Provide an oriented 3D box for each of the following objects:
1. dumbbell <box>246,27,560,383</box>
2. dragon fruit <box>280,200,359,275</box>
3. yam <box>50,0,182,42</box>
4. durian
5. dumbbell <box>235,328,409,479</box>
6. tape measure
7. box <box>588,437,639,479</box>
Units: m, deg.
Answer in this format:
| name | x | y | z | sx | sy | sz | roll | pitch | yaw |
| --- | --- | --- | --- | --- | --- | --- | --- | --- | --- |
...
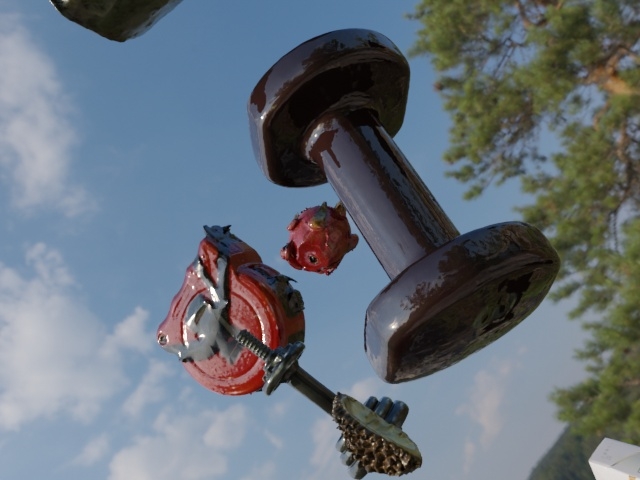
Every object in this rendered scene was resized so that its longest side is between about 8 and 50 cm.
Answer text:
| name | x | y | z | sx | sy | sz | roll | pitch | yaw |
| --- | --- | --- | --- | --- | --- | --- | --- | --- | --- |
| dumbbell | 0.046 | -0.027 | 0.472 | 0.124 | 0.225 | 0.140 | -23 | -28 | -13 |
| dragon fruit | -0.002 | 0.005 | 1.092 | 0.126 | 0.112 | 0.068 | -22 | 16 | 13 |
| yam | -0.141 | -0.344 | 0.645 | 0.300 | 0.195 | 0.195 | -37 | -25 | 13 |
| durian | 0.053 | 0.203 | 0.743 | 0.066 | 0.130 | 0.052 | -30 | -44 | -32 |
| dumbbell | 0.000 | 0.192 | 0.849 | 0.110 | 0.254 | 0.110 | -54 | -7 | -10 |
| tape measure | -0.149 | 0.139 | 1.205 | 0.253 | 0.260 | 0.114 | -60 | -18 | 17 |
| box | 0.322 | 0.235 | 0.607 | 0.040 | 0.154 | 0.084 | -40 | -68 | -25 |
